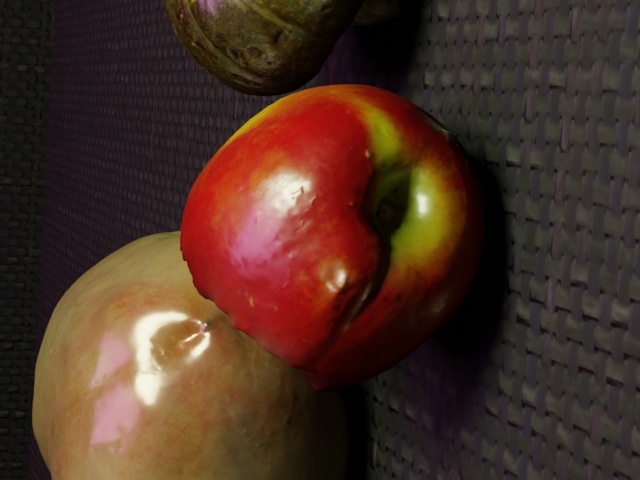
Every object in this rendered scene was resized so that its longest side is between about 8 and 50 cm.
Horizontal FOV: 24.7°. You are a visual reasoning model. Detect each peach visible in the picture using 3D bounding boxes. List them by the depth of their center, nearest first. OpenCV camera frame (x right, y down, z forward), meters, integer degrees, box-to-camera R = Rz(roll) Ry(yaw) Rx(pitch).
[{"bbox_3d":[0.000,0.000,0.952,0.226,0.190,0.196,-22,76,61],"label":"peach"},{"bbox_3d":[-0.102,0.130,1.130,0.292,0.247,0.292,-3,-90,-88],"label":"peach"}]

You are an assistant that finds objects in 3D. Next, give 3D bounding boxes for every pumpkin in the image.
[{"bbox_3d":[-0.014,-0.203,1.071,0.219,0.162,0.219,-54,14,20],"label":"pumpkin"}]
